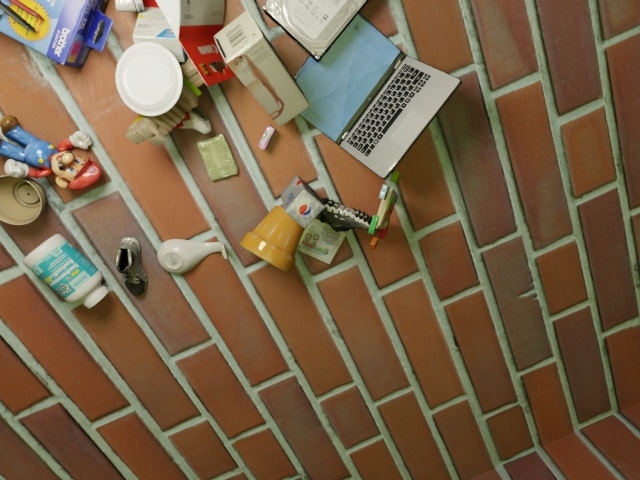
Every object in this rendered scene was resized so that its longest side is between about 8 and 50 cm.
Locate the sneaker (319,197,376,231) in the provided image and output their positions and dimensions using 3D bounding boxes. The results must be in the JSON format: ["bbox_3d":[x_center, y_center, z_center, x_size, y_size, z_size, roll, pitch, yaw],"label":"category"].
[{"bbox_3d":[0.097,-0.070,1.559,0.234,0.078,0.106,23,118,13],"label":"sneaker"}]

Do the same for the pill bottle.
[{"bbox_3d":[-0.873,0.115,1.467,0.146,0.146,0.264,-37,110,5],"label":"pill bottle"}]

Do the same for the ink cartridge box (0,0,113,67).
[{"bbox_3d":[-0.793,-0.686,1.200,0.396,0.151,0.270,25,104,-18],"label":"ink cartridge box"}]

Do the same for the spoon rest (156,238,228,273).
[{"bbox_3d":[-0.469,0.051,1.552,0.276,0.084,0.137,-8,109,8],"label":"spoon rest"}]

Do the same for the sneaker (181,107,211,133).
[{"bbox_3d":[-0.474,-0.403,1.386,0.232,0.090,0.115,30,109,-8],"label":"sneaker"}]

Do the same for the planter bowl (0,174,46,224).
[{"bbox_3d":[-0.979,-0.143,1.380,0.162,0.109,0.162,-3,109,-8],"label":"planter bowl"}]

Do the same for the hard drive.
[{"bbox_3d":[0.015,-0.775,1.314,0.237,0.064,0.339,41,98,-10],"label":"hard drive"}]

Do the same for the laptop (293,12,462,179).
[{"bbox_3d":[0.149,-0.484,1.369,0.382,0.408,0.236,-53,141,12],"label":"laptop"}]

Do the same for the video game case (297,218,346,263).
[{"bbox_3d":[0.000,0.000,1.625,0.157,0.019,0.143,25,104,-16],"label":"video game case"}]

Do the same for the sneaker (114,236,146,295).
[{"bbox_3d":[-0.688,0.112,1.500,0.086,0.132,0.228,-5,109,-7],"label":"sneaker"}]

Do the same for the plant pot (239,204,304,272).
[{"bbox_3d":[-0.154,-0.016,1.514,0.205,0.205,0.188,31,86,-17],"label":"plant pot"}]

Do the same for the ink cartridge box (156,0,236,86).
[{"bbox_3d":[-0.337,-0.653,1.187,0.091,0.308,0.385,-22,112,20],"label":"ink cartridge box"}]

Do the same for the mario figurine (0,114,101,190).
[{"bbox_3d":[-0.855,-0.277,1.322,0.321,0.170,0.198,25,102,-14],"label":"mario figurine"}]

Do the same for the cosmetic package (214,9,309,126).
[{"bbox_3d":[-0.169,-0.506,1.272,0.129,0.153,0.296,-33,147,10],"label":"cosmetic package"}]

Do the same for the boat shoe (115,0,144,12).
[{"bbox_3d":[-0.584,-0.784,1.197,0.088,0.096,0.267,-18,100,-16],"label":"boat shoe"}]

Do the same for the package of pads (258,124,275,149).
[{"bbox_3d":[-0.185,-0.356,1.455,0.032,0.050,0.083,26,104,-11],"label":"package of pads"}]

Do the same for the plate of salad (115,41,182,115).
[{"bbox_3d":[-0.482,-0.455,1.193,0.200,0.048,0.199,1,101,7],"label":"plate of salad"}]

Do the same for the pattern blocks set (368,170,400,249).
[{"bbox_3d":[0.231,-0.104,1.475,0.026,0.325,0.285,19,108,16],"label":"pattern blocks set"}]

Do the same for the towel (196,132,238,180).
[{"bbox_3d":[-0.357,-0.289,1.466,0.110,0.027,0.148,-19,111,-2],"label":"towel"}]

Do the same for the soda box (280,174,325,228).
[{"bbox_3d":[-0.067,-0.138,1.423,0.091,0.286,0.098,39,99,-17],"label":"soda box"}]

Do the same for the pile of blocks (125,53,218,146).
[{"bbox_3d":[-0.440,-0.431,1.291,0.362,0.149,0.113,-47,141,2],"label":"pile of blocks"}]

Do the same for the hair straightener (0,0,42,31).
[{"bbox_3d":[-0.864,-0.624,1.105,0.230,0.047,0.089,31,103,-17],"label":"hair straightener"}]

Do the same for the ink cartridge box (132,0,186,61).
[{"bbox_3d":[-0.470,-0.634,1.260,0.134,0.231,0.078,-2,144,-8],"label":"ink cartridge box"}]
